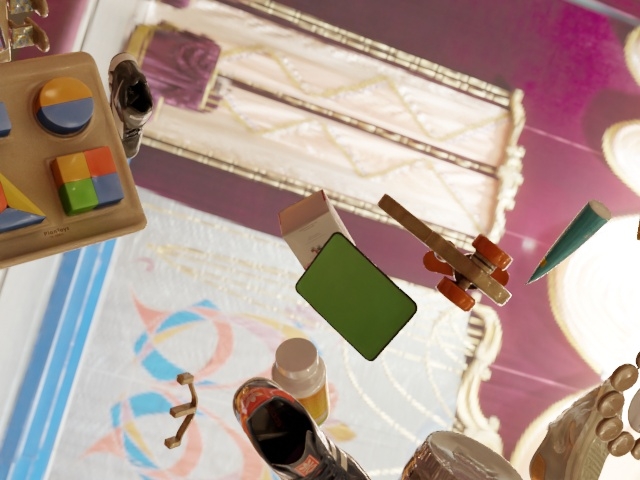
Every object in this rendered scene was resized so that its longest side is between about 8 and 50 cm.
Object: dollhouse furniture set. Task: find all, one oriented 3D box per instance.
[{"bbox_3d":[-0.613,-0.430,1.607,0.161,0.212,0.242,42,-42,33],"label":"dollhouse furniture set"}]

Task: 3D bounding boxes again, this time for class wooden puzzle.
[{"bbox_3d":[-0.480,-0.145,1.426,0.080,0.322,0.348,-29,-100,60],"label":"wooden puzzle"}]

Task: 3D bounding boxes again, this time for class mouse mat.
[{"bbox_3d":[0.056,0.095,1.427,0.153,0.189,0.007,-53,166,33],"label":"mouse mat"}]

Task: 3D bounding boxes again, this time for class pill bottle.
[{"bbox_3d":[-0.049,0.349,2.098,0.246,0.136,0.136,85,7,-46],"label":"pill bottle"}]

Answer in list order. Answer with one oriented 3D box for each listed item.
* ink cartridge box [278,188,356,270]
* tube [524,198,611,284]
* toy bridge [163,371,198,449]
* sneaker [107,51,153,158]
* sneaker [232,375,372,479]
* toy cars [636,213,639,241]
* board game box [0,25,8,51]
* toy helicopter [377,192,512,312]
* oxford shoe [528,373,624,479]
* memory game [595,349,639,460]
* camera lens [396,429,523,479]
[{"bbox_3d":[0.000,0.000,2.019,0.127,0.176,0.128,-28,-152,6],"label":"ink cartridge box"},{"bbox_3d":[0.474,0.010,1.657,0.052,0.080,0.207,51,-51,22],"label":"tube"},{"bbox_3d":[-0.304,0.378,1.913,0.026,0.063,0.188,29,-65,37],"label":"toy bridge"},{"bbox_3d":[-0.393,-0.260,1.775,0.106,0.078,0.234,43,-44,40],"label":"sneaker"},{"bbox_3d":[-0.020,0.390,1.490,0.131,0.350,0.148,-45,-172,-8],"label":"sneaker"},{"bbox_3d":[0.588,-0.119,1.149,0.394,0.087,0.176,-57,-159,26],"label":"toy cars"},{"bbox_3d":[-0.423,-0.235,0.876,0.048,0.170,0.141,61,-19,26],"label":"board game box"},{"bbox_3d":[0.258,0.015,1.797,0.355,0.235,0.140,42,-83,31],"label":"toy helicopter"},{"bbox_3d":[0.568,0.409,1.868,0.449,0.130,0.169,-30,117,-52],"label":"oxford shoe"},{"bbox_3d":[0.418,0.195,1.056,0.186,0.186,0.012,-69,-154,18],"label":"memory game"},{"bbox_3d":[0.223,0.516,1.564,0.219,0.219,0.274,-111,-137,-69],"label":"camera lens"}]
